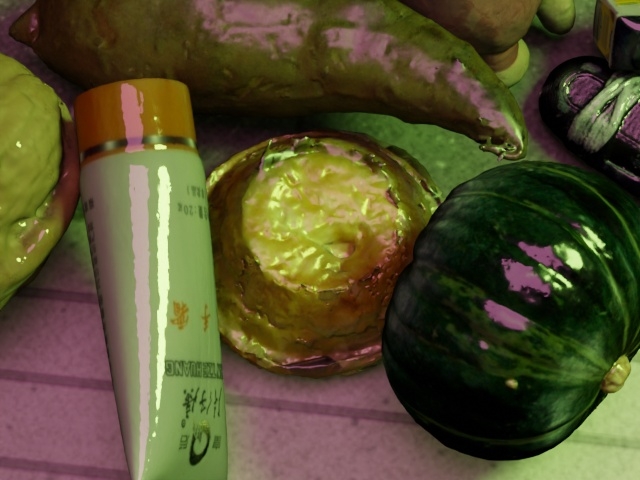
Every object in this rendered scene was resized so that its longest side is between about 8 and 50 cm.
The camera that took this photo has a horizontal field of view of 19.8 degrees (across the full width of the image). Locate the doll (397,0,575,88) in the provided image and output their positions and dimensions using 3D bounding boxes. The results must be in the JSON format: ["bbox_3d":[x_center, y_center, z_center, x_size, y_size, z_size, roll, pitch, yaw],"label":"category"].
[{"bbox_3d":[0.150,-0.257,1.426,0.196,0.152,0.256,39,81,-31],"label":"doll"}]

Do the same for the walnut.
[{"bbox_3d":[-0.276,-0.031,1.327,0.198,0.198,0.245,35,65,13],"label":"walnut"}]

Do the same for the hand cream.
[{"bbox_3d":[-0.119,0.045,1.293,0.089,0.139,0.314,-10,83,21],"label":"hand cream"}]

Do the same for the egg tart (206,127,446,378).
[{"bbox_3d":[0.000,0.000,1.366,0.212,0.090,0.213,1,70,-3],"label":"egg tart"}]

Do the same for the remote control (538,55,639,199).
[{"bbox_3d":[0.282,-0.059,1.390,0.266,0.066,0.090,36,70,13],"label":"remote control"}]

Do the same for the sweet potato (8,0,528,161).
[{"bbox_3d":[-0.035,-0.143,1.379,0.422,0.130,0.130,13,70,17],"label":"sweet potato"}]

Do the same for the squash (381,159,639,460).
[{"bbox_3d":[0.140,0.048,1.277,0.172,0.218,0.218,33,73,6],"label":"squash"}]

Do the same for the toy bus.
[{"bbox_3d":[0.298,-0.171,1.418,0.172,0.057,0.072,-9,38,-14],"label":"toy bus"}]
